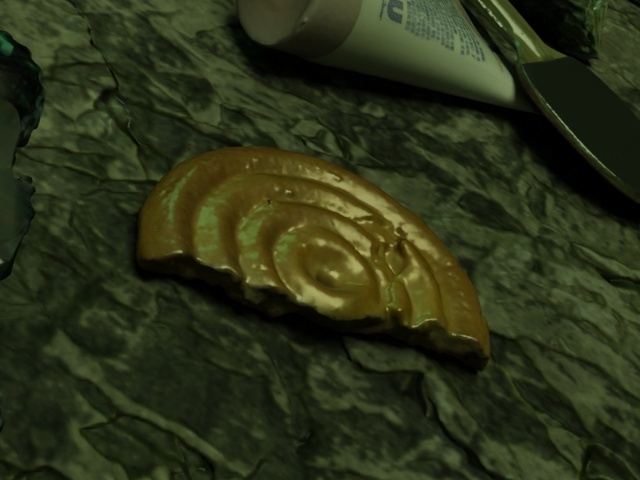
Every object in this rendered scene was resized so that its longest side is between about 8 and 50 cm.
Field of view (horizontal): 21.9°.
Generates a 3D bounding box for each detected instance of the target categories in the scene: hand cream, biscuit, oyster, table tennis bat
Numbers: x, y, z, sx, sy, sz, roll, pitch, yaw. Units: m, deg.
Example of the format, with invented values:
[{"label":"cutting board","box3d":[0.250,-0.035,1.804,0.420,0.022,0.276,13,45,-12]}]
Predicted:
[{"label":"hand cream","box3d":[0.053,-0.156,1.165,0.248,0.083,0.133,11,41,-45]},{"label":"biscuit","box3d":[0.001,-0.001,0.972,0.224,0.033,0.144,20,39,-20]},{"label":"oyster","box3d":[0.117,-0.263,1.313,0.252,0.087,0.199,23,24,-32]},{"label":"table tennis bat","box3d":[0.180,-0.117,1.225,0.246,0.022,0.138,50,27,13]}]

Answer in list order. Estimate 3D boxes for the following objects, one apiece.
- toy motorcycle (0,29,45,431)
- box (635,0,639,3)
[{"label":"toy motorcycle","box3d":[-0.213,-0.010,0.762,0.159,0.106,0.270,15,50,-17]},{"label":"box","box3d":[0.282,-0.293,1.403,0.311,0.173,0.043,28,37,-6]}]
